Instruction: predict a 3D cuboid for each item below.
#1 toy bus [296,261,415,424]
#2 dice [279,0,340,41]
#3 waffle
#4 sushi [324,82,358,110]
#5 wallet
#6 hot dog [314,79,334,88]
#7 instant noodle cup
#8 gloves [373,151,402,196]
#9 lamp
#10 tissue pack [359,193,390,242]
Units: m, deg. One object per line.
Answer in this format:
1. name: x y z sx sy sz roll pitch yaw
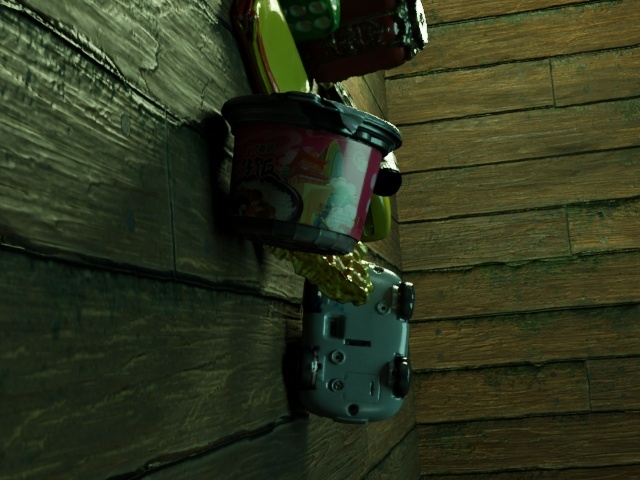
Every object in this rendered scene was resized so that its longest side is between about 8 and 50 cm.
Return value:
1. toy bus: 0.049 0.186 1.623 0.232 0.194 0.288 116 -21 -71
2. dice: -0.035 -0.446 1.672 0.131 0.128 0.120 70 19 -57
3. waffle: 0.000 0.000 1.514 0.229 0.057 0.219 39 23 -20
4. sushi: 0.051 -0.330 2.233 0.210 0.040 0.193 40 23 -60
5. wallet: -0.087 -0.305 1.516 0.141 0.067 0.241 -78 155 -46
6. hot dog: 0.007 -0.468 2.072 0.109 0.072 0.270 56 31 -73
7. instant noodle cup: -0.025 -0.079 1.276 0.302 0.258 0.182 30 69 -72
8. gloves: 0.105 -0.195 2.143 0.131 0.140 0.219 105 -31 -43
9. lamp: 0.078 -0.422 1.866 0.177 0.274 0.177 -11 90 -71
10. tissue pack: 0.110 -0.081 2.259 0.127 0.123 0.178 -85 166 -60
